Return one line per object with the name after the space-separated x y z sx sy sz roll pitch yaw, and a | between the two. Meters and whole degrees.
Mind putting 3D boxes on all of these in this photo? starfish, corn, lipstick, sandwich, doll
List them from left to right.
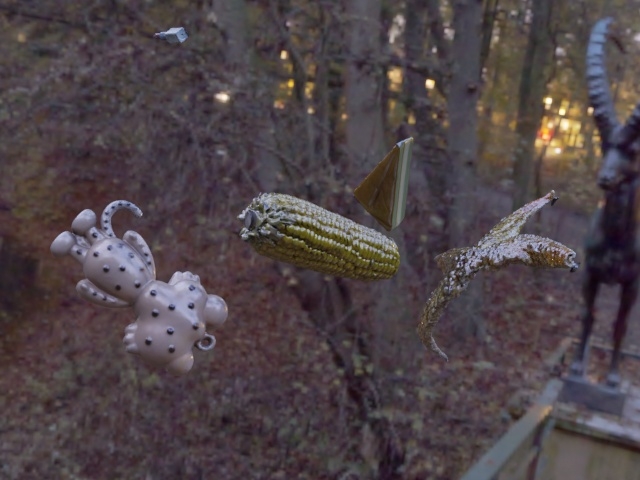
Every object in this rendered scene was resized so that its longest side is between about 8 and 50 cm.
-0.263 0.068 1.362 0.278 0.154 0.119 49 -19 1 | doll
-0.323 -0.434 1.965 0.107 0.025 0.025 10 47 46 | lipstick
0.000 0.000 1.488 0.318 0.115 0.115 20 -1 -42 | corn
0.162 -0.115 1.899 0.113 0.163 0.079 47 34 8 | sandwich
0.312 0.054 1.702 0.132 0.398 0.384 40 30 -2 | starfish
